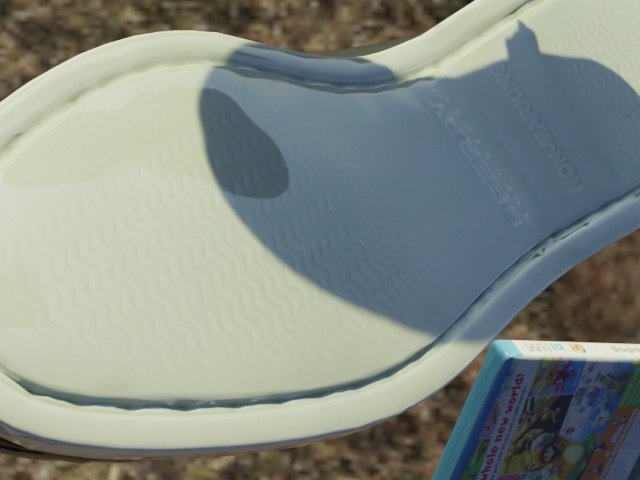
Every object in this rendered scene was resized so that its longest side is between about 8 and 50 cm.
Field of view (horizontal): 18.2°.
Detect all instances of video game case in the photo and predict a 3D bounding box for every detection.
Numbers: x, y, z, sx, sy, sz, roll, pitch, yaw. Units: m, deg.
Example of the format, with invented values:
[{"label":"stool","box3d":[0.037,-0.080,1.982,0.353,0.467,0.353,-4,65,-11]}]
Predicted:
[{"label":"video game case","box3d":[0.131,0.100,0.942,0.166,0.015,0.119,3,122,-31]}]

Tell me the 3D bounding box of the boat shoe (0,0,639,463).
[{"label":"boat shoe","box3d":[0.000,0.000,0.541,0.302,0.091,0.114,-15,75,-45]}]
